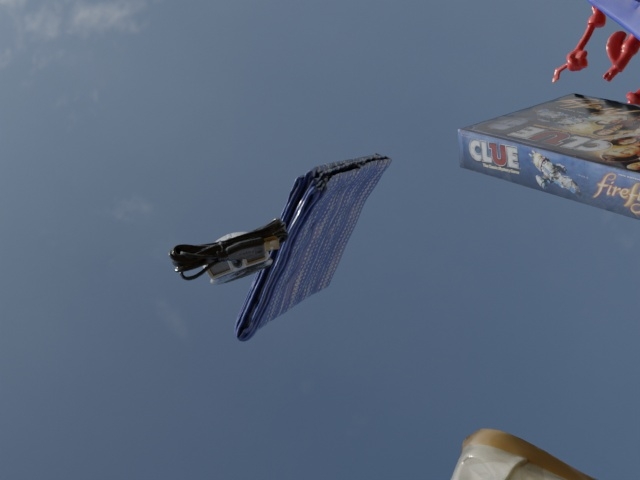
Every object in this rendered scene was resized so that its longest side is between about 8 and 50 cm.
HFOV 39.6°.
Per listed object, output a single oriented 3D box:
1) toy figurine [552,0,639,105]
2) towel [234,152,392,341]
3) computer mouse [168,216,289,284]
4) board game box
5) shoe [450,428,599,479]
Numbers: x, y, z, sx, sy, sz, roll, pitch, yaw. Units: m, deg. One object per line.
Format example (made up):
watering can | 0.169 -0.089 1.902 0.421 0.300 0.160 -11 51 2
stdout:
toy figurine | 0.332 -0.174 0.849 0.217 0.191 0.362 20 -151 -46
towel | 0.000 0.000 1.225 0.040 0.243 0.336 29 -162 13
computer mouse | -0.086 0.011 0.857 0.106 0.193 0.042 -21 -95 -7
board game box | 0.269 -0.082 0.813 0.165 0.243 0.042 -20 -64 -29
shoe | 0.164 0.164 0.451 0.219 0.076 0.058 16 -140 28
